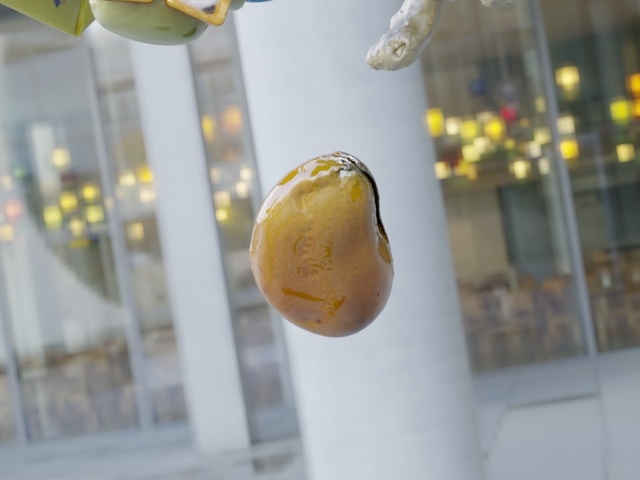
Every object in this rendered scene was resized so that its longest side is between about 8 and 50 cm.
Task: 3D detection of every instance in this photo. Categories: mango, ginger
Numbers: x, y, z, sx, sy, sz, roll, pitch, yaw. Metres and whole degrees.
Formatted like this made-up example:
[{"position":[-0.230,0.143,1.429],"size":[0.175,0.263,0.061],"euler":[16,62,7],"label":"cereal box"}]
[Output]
[{"position":[0.000,-0.001,1.438],"size":[0.105,0.159,0.084],"euler":[-4,34,1],"label":"mango"},{"position":[0.146,-0.249,1.829],"size":[0.258,0.065,0.149],"euler":[-47,31,-18],"label":"ginger"}]

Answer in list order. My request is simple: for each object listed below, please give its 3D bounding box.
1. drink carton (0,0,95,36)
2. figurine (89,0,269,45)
[{"position":[-0.297,-0.298,1.641],"size":[0.111,0.154,0.351],"euler":[-42,-23,14],"label":"drink carton"},{"position":[-0.105,-0.261,1.313],"size":[0.180,0.262,0.154],"euler":[-4,-1,-41],"label":"figurine"}]
